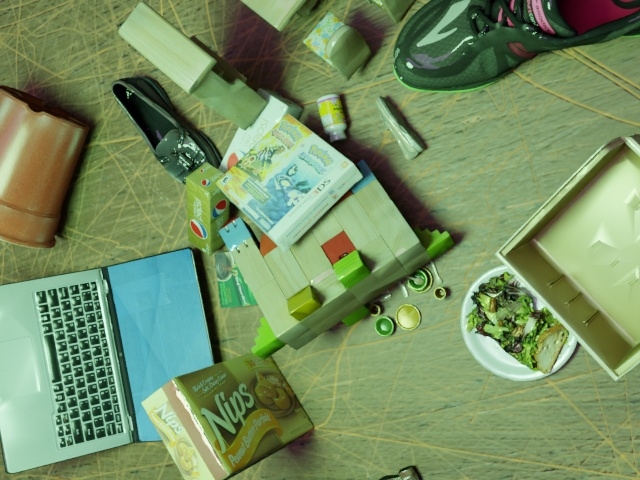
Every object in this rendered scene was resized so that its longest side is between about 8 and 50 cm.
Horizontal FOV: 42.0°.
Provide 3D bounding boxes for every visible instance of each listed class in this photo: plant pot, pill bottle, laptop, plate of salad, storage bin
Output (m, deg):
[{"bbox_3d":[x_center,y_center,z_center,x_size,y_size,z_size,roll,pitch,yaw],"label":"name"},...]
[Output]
[{"bbox_3d":[-0.625,-0.161,1.725,0.272,0.272,0.265,29,97,21],"label":"plant pot"},{"bbox_3d":[0.023,-0.222,1.522,0.043,0.043,0.083,-15,87,25],"label":"pill bottle"},{"bbox_3d":[-0.443,0.241,1.664,0.236,0.408,0.381,163,96,-67],"label":"laptop"},{"bbox_3d":[0.329,0.139,1.397,0.200,0.048,0.199,2,95,26],"label":"plate of salad"},{"bbox_3d":[0.460,0.019,1.259,0.262,0.123,0.260,49,125,16],"label":"storage bin"}]

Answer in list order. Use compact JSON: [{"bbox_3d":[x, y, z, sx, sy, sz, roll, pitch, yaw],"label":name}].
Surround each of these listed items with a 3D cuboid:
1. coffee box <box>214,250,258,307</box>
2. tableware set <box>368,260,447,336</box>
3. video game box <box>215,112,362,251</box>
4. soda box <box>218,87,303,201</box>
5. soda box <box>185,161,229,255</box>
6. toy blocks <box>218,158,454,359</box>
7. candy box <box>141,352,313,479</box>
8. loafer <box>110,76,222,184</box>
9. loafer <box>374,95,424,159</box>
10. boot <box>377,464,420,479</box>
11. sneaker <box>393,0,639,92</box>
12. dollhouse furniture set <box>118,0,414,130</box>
[{"bbox_3d":[-0.113,0.066,1.605,0.184,0.040,0.113,-7,89,25],"label":"coffee box"},{"bbox_3d":[0.153,0.108,1.491,0.154,0.024,0.104,-24,83,24],"label":"tableware set"},{"bbox_3d":[-0.058,-0.105,1.448,0.187,0.048,0.205,-44,50,-6],"label":"video game box"},{"bbox_3d":[-0.122,-0.174,1.580,0.074,0.069,0.216,35,107,20],"label":"soda box"},{"bbox_3d":[-0.213,-0.058,1.582,0.061,0.058,0.181,33,143,20],"label":"soda box"},{"bbox_3d":[0.000,0.000,1.471,0.381,0.191,0.261,-34,62,6],"label":"toy blocks"},{"bbox_3d":[-0.154,0.312,1.487,0.087,0.316,0.183,-39,76,22],"label":"candy box"},{"bbox_3d":[-0.310,-0.205,1.651,0.109,0.095,0.302,-46,75,21],"label":"loafer"},{"bbox_3d":[0.131,-0.197,1.474,0.039,0.045,0.125,-43,78,28],"label":"loafer"},{"bbox_3d":[0.151,0.478,1.511,0.106,0.037,0.114,-30,85,26],"label":"boot"},{"bbox_3d":[0.324,-0.360,1.284,0.483,0.202,0.185,-15,86,25],"label":"sneaker"},{"bbox_3d":[-0.107,-0.416,1.413,0.362,0.256,0.394,41,96,18],"label":"dollhouse furniture set"}]
